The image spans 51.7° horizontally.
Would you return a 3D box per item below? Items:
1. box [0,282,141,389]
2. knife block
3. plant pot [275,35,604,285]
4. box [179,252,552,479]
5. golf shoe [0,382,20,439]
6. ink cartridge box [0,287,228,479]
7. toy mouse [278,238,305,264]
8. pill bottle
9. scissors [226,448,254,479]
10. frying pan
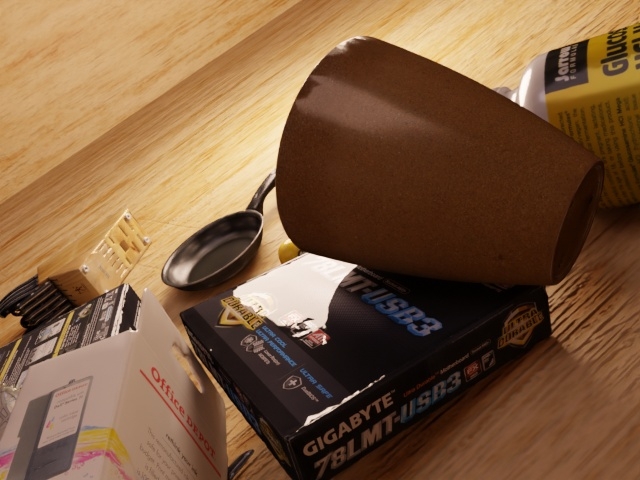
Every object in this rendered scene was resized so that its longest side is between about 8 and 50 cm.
[{"bbox_3d":[-0.396,0.254,0.900,0.318,0.097,0.395,-26,29,4],"label":"box"},{"bbox_3d":[-0.493,0.068,1.299,0.242,0.088,0.276,-13,33,29],"label":"knife block"},{"bbox_3d":[0.128,-0.056,0.646,0.254,0.237,0.237,23,56,30],"label":"plant pot"},{"bbox_3d":[0.033,0.089,0.708,0.293,0.073,0.295,-27,26,-20],"label":"box"},{"bbox_3d":[-0.355,0.217,0.760,0.176,0.069,0.086,-4,45,40],"label":"golf shoe"},{"bbox_3d":[-0.177,0.230,0.578,0.119,0.207,0.354,-20,32,7],"label":"ink cartridge box"},{"bbox_3d":[0.000,0.000,0.989,0.143,0.031,0.161,-5,38,40],"label":"toy mouse"},{"bbox_3d":[0.335,-0.133,0.711,0.333,0.188,0.188,-11,34,33],"label":"pill bottle"},{"bbox_3d":[-0.172,0.327,0.649,0.297,0.021,0.109,-34,27,-9],"label":"scissors"},{"bbox_3d":[-0.162,-0.019,1.157,0.197,0.053,0.326,-16,29,26],"label":"frying pan"}]
